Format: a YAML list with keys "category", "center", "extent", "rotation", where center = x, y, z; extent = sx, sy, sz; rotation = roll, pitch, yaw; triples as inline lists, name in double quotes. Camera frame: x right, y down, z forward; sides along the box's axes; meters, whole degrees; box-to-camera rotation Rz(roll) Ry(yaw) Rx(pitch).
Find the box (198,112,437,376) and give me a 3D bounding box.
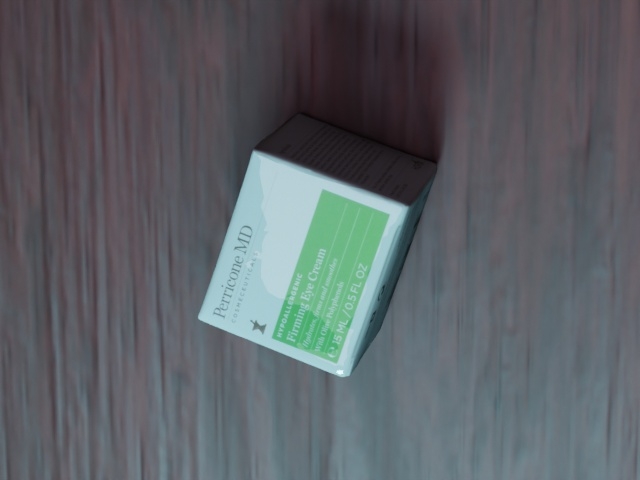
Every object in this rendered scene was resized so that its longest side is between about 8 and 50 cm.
- category: "box"
  center: [0.000, 0.000, 1.015]
  extent: [0.087, 0.102, 0.101]
  rotation: [21, 108, 7]
